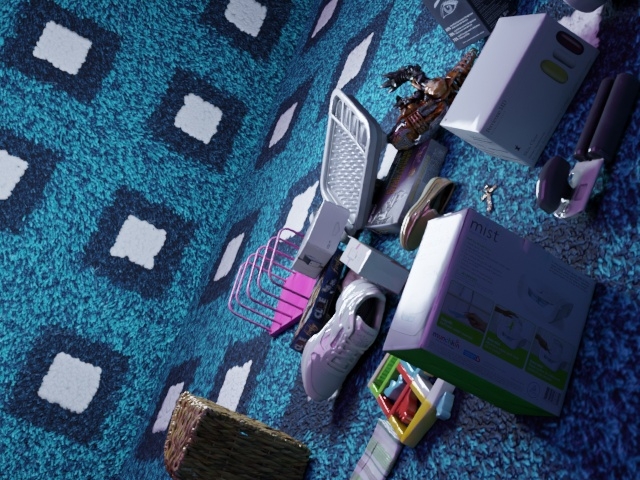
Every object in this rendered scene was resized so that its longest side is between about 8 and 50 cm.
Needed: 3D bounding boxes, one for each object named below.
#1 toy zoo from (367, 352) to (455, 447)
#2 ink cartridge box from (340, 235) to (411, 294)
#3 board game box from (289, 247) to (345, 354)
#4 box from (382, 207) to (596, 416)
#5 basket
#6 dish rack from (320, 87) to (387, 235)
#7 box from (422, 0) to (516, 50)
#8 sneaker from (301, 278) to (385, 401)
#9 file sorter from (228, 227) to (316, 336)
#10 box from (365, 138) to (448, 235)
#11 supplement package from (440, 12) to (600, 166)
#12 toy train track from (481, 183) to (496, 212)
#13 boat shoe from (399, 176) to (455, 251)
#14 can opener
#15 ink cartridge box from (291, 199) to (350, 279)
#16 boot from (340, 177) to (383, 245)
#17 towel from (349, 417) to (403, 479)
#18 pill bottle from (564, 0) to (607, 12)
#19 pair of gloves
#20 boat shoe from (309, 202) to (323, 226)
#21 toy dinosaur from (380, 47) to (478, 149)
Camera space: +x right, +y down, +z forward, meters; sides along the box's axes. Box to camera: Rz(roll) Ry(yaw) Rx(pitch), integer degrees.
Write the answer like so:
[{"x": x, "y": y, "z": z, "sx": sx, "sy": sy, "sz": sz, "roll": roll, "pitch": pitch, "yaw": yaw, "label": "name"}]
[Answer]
[{"x": 0.188, "y": 0.272, "z": 1.608, "sx": 0.192, "sy": 0.030, "sz": 0.293, "roll": -60, "pitch": 18, "yaw": 8, "label": "toy zoo"}, {"x": 0.122, "y": 0.055, "z": 1.954, "sx": 0.067, "sy": 0.115, "sz": 0.198, "roll": -61, "pitch": 17, "yaw": 4, "label": "ink cartridge box"}, {"x": -0.003, "y": 0.157, "z": 2.158, "sx": 0.165, "sy": 0.042, "sz": 0.243, "roll": 119, "pitch": 174, "yaw": -50, "label": "board game box"}, {"x": 0.264, "y": 0.113, "z": 1.265, "sx": 0.126, "sy": 0.261, "sz": 0.231, "roll": -20, "pitch": 46, "yaw": 64, "label": "box"}, {"x": -0.213, "y": 0.512, "z": 1.920, "sx": 0.223, "sy": 0.299, "sz": 0.214, "roll": -1, "pitch": 64, "yaw": 67, "label": "basket"}, {"x": 0.088, "y": -0.209, "z": 2.188, "sx": 0.285, "sy": 0.072, "sz": 0.333, "roll": -123, "pitch": 35, "yaw": -52, "label": "dish rack"}, {"x": 0.358, "y": -0.603, "z": 2.066, "sx": 0.108, "sy": 0.207, "sz": 0.153, "roll": -43, "pitch": 13, "yaw": -20, "label": "box"}, {"x": 0.053, "y": 0.230, "z": 1.892, "sx": 0.305, "sy": 0.114, "sz": 0.152, "roll": -64, "pitch": 17, "yaw": -4, "label": "sneaker"}, {"x": -0.121, "y": 0.117, "z": 2.408, "sx": 0.290, "sy": 0.182, "sz": 0.202, "roll": -38, "pitch": 31, "yaw": 51, "label": "file sorter"}, {"x": 0.212, "y": -0.128, "z": 2.062, "sx": 0.231, "sy": 0.056, "sz": 0.183, "roll": -66, "pitch": 18, "yaw": -11, "label": "box"}, {"x": 0.398, "y": -0.307, "z": 1.680, "sx": 0.262, "sy": 0.145, "sz": 0.204, "roll": -61, "pitch": 18, "yaw": 4, "label": "supplement package"}, {"x": 0.347, "y": -0.090, "z": 1.717, "sx": 0.048, "sy": 0.014, "sz": 0.083, "roll": -48, "pitch": 23, "yaw": 36, "label": "toy train track"}, {"x": 0.245, "y": -0.060, "z": 1.875, "sx": 0.072, "sy": 0.068, "sz": 0.190, "roll": 16, "pitch": 79, "yaw": 59, "label": "boat shoe"}, {"x": 0.453, "y": -0.168, "z": 1.414, "sx": 0.284, "sy": 0.095, "sz": 0.076, "roll": -66, "pitch": 20, "yaw": -11, "label": "can opener"}, {"x": 0.000, "y": 0.000, "z": 2.180, "sx": 0.191, "sy": 0.082, "sz": 0.140, "roll": 119, "pitch": 175, "yaw": -63, "label": "ink cartridge box"}, {"x": 0.088, "y": -0.097, "z": 2.346, "sx": 0.209, "sy": 0.076, "sz": 0.189, "roll": -67, "pitch": 18, "yaw": 7, "label": "boot"}, {"x": 0.106, "y": 0.432, "z": 1.614, "sx": 0.152, "sy": 0.023, "sz": 0.113, "roll": -62, "pitch": 18, "yaw": 0, "label": "towel"}, {"x": 0.574, "y": -0.564, "z": 1.544, "sx": 0.283, "sy": 0.160, "sz": 0.160, "roll": -37, "pitch": 31, "yaw": 51, "label": "pill bottle"}, {"x": 0.053, "y": 0.177, "z": 2.084, "sx": 0.240, "sy": 0.042, "sz": 0.204, "roll": -58, "pitch": 18, "yaw": 10, "label": "pair of gloves"}, {"x": 0.018, "y": -0.059, "z": 2.466, "sx": 0.076, "sy": 0.080, "sz": 0.228, "roll": -59, "pitch": 11, "yaw": 14, "label": "boat shoe"}, {"x": 0.285, "y": -0.359, "z": 2.114, "sx": 0.321, "sy": 0.164, "sz": 0.218, "roll": -28, "pitch": 29, "yaw": -16, "label": "toy dinosaur"}]
